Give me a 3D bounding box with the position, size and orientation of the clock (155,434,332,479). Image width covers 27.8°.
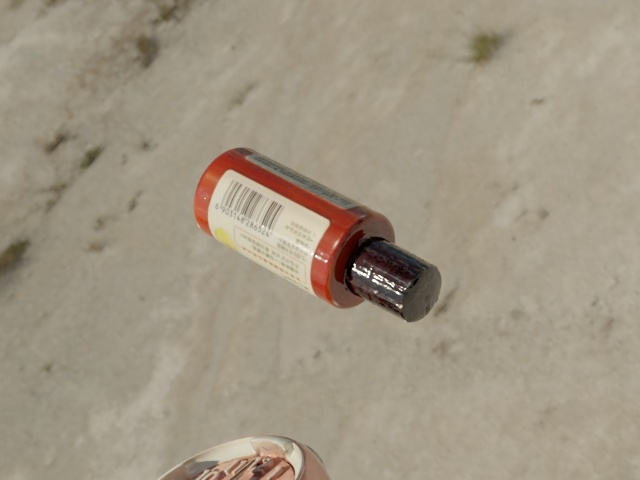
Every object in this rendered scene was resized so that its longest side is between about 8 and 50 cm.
[{"bbox_3d":[-0.081,0.298,1.285,0.227,0.142,0.241,-1,32,48],"label":"clock"}]

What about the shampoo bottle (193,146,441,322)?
[{"bbox_3d":[0.000,0.000,1.299,0.278,0.104,0.104,28,74,35],"label":"shampoo bottle"}]
